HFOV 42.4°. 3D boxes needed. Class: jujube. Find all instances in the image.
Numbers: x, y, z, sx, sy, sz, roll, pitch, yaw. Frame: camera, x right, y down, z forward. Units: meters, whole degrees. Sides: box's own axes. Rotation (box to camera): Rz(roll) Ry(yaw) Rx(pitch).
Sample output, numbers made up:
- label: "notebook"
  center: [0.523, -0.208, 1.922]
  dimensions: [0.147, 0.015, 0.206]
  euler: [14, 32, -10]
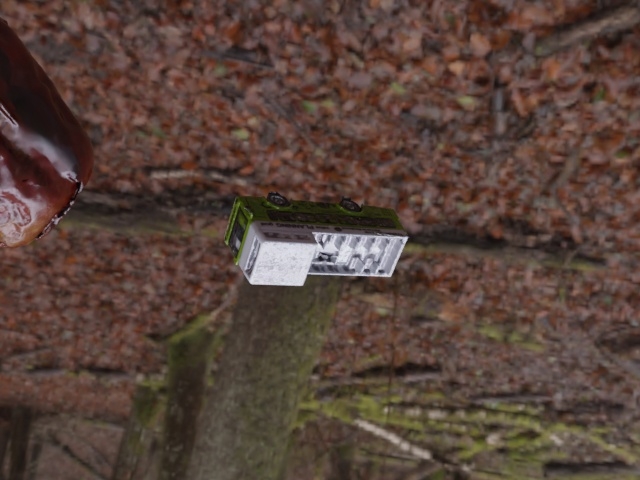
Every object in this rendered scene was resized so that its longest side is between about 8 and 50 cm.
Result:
- label: "jujube"
  center: [-0.331, -0.111, 0.670]
  dimensions: [0.290, 0.197, 0.197]
  euler: [38, 154, -23]

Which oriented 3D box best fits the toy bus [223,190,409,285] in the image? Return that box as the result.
- label: "toy bus"
  center: [0.000, 0.000, 1.390]
  dimensions: [0.302, 0.139, 0.113]
  euler: [2, 126, -26]
